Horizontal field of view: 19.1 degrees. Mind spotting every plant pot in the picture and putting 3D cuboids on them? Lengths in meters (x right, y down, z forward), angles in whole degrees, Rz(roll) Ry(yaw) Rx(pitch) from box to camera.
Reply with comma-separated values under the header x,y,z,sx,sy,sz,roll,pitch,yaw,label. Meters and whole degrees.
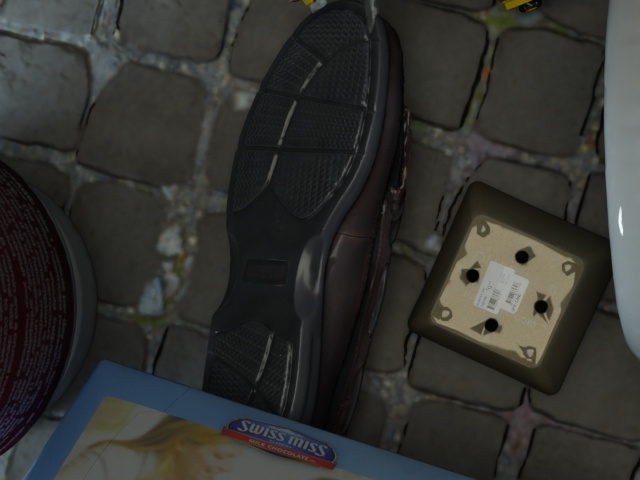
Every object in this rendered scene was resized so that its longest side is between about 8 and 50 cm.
x,y,z,sx,sy,sz,roll,pitch,yaw,label
0.120,0.031,1.190,0.109,0.096,0.109,25,93,7,plant pot

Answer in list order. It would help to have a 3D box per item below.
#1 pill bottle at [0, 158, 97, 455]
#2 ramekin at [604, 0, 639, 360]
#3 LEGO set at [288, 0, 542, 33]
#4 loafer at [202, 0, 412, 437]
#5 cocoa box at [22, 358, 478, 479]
x,y,z,sx,sy,sz,roll,pitch,yaw,label
-0.271,0.042,1.099,0.224,0.392,0.224,0,90,9,pill bottle
0.243,-0.051,1.089,0.135,0.277,0.277,-2,90,16,ramekin
0.079,-0.302,1.124,0.255,0.192,0.331,-11,92,25,LEGO set
0.000,0.000,1.225,0.109,0.095,0.302,12,87,38,loafer
-0.023,0.262,1.106,0.347,0.231,0.228,17,127,8,cocoa box
